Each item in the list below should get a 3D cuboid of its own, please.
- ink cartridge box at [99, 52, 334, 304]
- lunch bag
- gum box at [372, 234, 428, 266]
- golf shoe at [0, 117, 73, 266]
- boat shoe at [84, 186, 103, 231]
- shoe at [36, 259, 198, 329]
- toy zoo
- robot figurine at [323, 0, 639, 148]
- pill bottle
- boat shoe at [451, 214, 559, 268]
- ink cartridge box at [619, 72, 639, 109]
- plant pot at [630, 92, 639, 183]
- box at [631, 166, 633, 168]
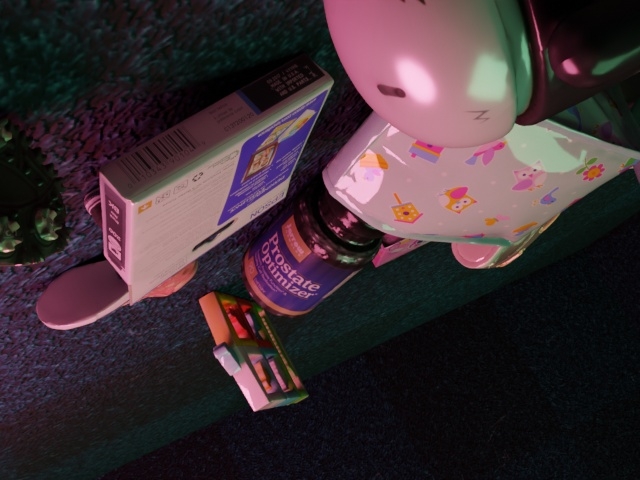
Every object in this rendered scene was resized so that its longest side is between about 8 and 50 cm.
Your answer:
[{"bbox_3d":[-0.097,-0.049,0.655,0.206,0.045,0.208,-37,168,-27],"label":"ink cartridge box"},{"bbox_3d":[0.156,-0.107,0.765,0.262,0.160,0.223,8,148,-30],"label":"lunch bag"},{"bbox_3d":[0.166,-0.034,1.222,0.188,0.062,0.107,-25,165,-12],"label":"gum box"},{"bbox_3d":[-0.274,-0.030,0.433,0.120,0.105,0.273,-16,168,27],"label":"golf shoe"},{"bbox_3d":[-0.162,-0.027,0.706,0.049,0.040,0.142,-37,162,30],"label":"boat shoe"},{"bbox_3d":[-0.218,0.051,0.818,0.178,0.063,0.081,-30,161,-9],"label":"shoe"},{"bbox_3d":[-0.108,0.179,1.195,0.030,0.192,0.293,-31,165,6],"label":"toy zoo"},{"bbox_3d":[0.136,-0.170,0.425,0.278,0.173,0.209,-27,180,0],"label":"robot figurine"},{"bbox_3d":[0.000,0.000,0.926,0.123,0.123,0.219,-14,159,-42],"label":"pill bottle"},{"bbox_3d":[0.333,-0.075,1.158,0.091,0.109,0.305,13,122,-52],"label":"boat shoe"},{"bbox_3d":[0.292,-0.144,0.977,0.201,0.117,0.278,-11,157,-49],"label":"ink cartridge box"},{"bbox_3d":[0.444,-0.124,0.775,0.293,0.196,0.293,-43,158,-23],"label":"plant pot"},{"bbox_3d":[0.508,-0.161,1.260,0.324,0.063,0.067,-7,154,-18],"label":"box"}]
